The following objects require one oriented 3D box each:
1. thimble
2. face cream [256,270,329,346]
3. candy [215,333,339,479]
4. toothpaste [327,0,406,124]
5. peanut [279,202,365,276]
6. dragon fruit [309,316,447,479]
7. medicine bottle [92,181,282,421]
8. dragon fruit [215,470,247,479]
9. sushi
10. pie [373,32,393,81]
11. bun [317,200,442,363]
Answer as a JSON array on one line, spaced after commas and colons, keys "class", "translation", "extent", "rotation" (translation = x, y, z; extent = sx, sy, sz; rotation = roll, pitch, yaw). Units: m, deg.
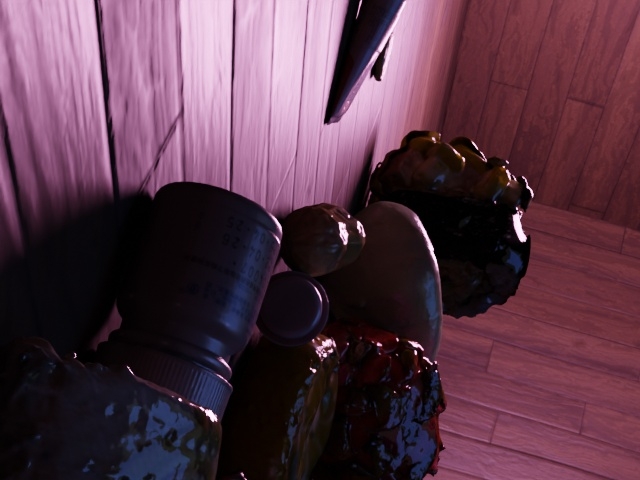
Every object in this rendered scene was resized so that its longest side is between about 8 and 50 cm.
[{"class": "thimble", "translation": [-0.137, 0.143, 0.710], "extent": [0.190, 0.137, 0.143], "rotation": [56, 49, -66]}, {"class": "face cream", "translation": [-0.035, 0.085, 1.541], "extent": [0.095, 0.091, 0.091], "rotation": [90, 17, -79]}, {"class": "candy", "translation": [-0.055, 0.233, 1.645], "extent": [0.260, 0.118, 0.260], "rotation": [13, 90, -78]}, {"class": "toothpaste", "translation": [0.062, -0.263, 1.712], "extent": [0.089, 0.057, 0.234], "rotation": [-33, 145, -76]}, {"class": "peanut", "translation": [0.000, 0.000, 1.603], "extent": [0.090, 0.098, 0.214], "rotation": [-65, 172, 9]}, {"class": "dragon fruit", "translation": [0.045, 0.241, 1.913], "extent": [0.250, 0.269, 0.291], "rotation": [-51, 124, -35]}, {"class": "medicine bottle", "translation": [-0.098, 0.050, 0.934], "extent": [0.105, 0.105, 0.168], "rotation": [86, 21, -69]}, {"class": "dragon fruit", "translation": [-0.135, 0.339, 1.405], "extent": [0.161, 0.120, 0.127], "rotation": [8, 129, -49]}, {"class": "sushi", "translation": [0.231, -0.027, 2.463], "extent": [0.329, 0.328, 0.285], "rotation": [89, 7, -61]}, {"class": "pie", "translation": [0.102, -0.296, 2.049], "extent": [0.085, 0.017, 0.085], "rotation": [16, 90, -84]}, {"class": "bun", "translation": [0.082, 0.083, 2.077], "extent": [0.293, 0.187, 0.293], "rotation": [172, -90, -83]}]
